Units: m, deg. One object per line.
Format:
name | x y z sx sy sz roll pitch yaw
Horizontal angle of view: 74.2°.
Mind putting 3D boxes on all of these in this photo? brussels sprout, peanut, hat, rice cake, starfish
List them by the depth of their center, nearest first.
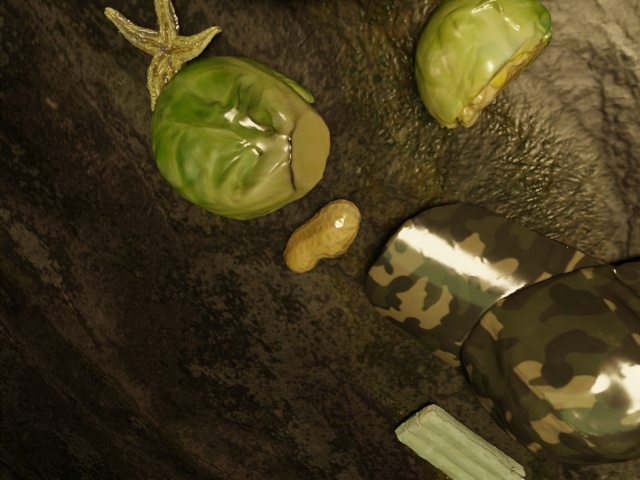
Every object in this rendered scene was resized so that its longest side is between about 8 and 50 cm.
brussels sprout | 0.165 -0.212 0.478 0.122 0.149 0.151 47 110 13
hat | 0.252 0.140 0.584 0.381 0.257 0.366 18 120 -8
brussels sprout | -0.114 -0.142 0.598 0.243 0.244 0.244 9 117 19
starfish | -0.227 -0.296 0.653 0.175 0.053 0.208 -2 116 23
peanut | 0.000 0.000 0.690 0.080 0.080 0.174 48 126 -5
rice cake | 0.255 0.396 0.793 0.211 0.038 0.124 39 122 2
